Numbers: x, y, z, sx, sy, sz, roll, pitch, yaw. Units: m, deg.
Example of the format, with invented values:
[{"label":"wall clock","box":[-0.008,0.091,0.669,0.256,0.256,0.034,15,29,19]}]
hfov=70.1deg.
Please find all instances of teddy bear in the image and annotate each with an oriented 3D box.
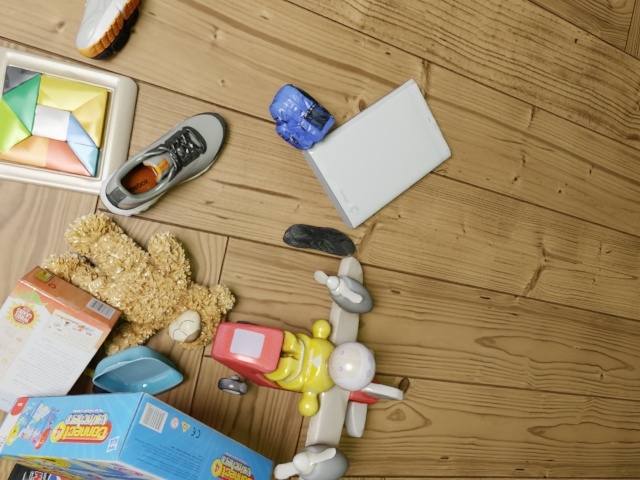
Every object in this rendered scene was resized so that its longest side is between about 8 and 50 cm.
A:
[{"label":"teddy bear","box":[-0.327,0.095,0.831,0.245,0.113,0.338,-41,107,-11]}]

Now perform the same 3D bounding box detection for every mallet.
[{"label":"mallet","box":[-0.454,0.217,0.832,0.190,0.039,0.062,35,82,-16]}]

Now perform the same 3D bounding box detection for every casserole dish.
[{"label":"casserole dish","box":[-0.327,0.238,0.828,0.114,0.188,0.037,-21,57,-3]}]

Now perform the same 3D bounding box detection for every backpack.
[{"label":"backpack","box":[-0.047,-0.249,0.921,0.120,0.098,0.101,38,84,-21]}]

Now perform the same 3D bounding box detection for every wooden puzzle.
[{"label":"wooden puzzle","box":[-0.458,-0.202,0.790,0.239,0.044,0.221,9,90,-22]}]

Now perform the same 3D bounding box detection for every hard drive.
[{"label":"hard drive","box":[0.135,-0.196,1.028,0.307,0.040,0.203,-37,106,-16]}]

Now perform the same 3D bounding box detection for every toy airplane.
[{"label":"toy airplane","box":[0.024,0.262,0.892,0.384,0.272,0.386,-26,89,-38]}]

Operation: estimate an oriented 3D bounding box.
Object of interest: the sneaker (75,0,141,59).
[{"label":"sneaker","box":[-0.373,-0.440,0.788,0.121,0.099,0.262,24,77,-14]}]

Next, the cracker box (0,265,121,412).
[{"label":"cracker box","box":[-0.467,0.180,0.761,0.156,0.067,0.232,35,101,-16]}]

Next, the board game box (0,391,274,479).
[{"label":"board game box","box":[-0.286,0.342,0.721,0.308,0.302,0.086,51,38,-39]}]

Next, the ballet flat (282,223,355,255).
[{"label":"ballet flat","box":[0.000,0.000,0.996,0.173,0.049,0.057,15,61,-27]}]

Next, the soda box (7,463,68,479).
[{"label":"soda box","box":[-0.465,0.430,0.828,0.169,0.060,0.053,29,82,-21]}]

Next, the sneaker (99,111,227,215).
[{"label":"sneaker","box":[-0.267,-0.144,0.828,0.271,0.108,0.100,-47,109,-26]}]
